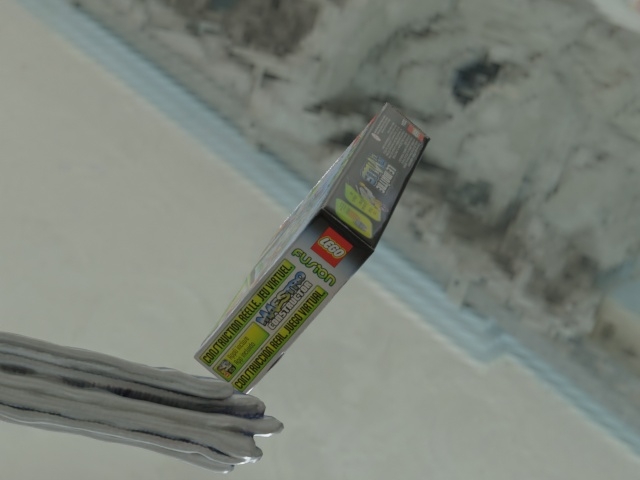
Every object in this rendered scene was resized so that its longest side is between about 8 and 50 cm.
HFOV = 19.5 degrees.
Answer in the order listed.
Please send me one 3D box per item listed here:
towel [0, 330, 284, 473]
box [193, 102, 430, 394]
[{"bbox_3d":[-0.162,0.046,0.753,0.209,0.034,0.285,16,174,-24],"label":"towel"},{"bbox_3d":[0.000,0.000,1.045,0.036,0.114,0.207,39,-159,-4],"label":"box"}]
